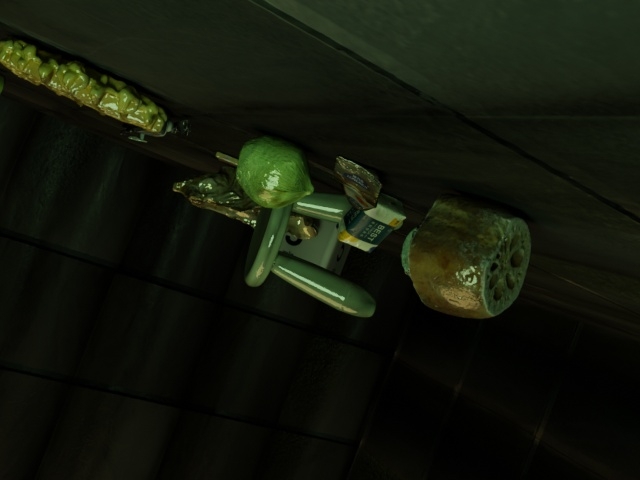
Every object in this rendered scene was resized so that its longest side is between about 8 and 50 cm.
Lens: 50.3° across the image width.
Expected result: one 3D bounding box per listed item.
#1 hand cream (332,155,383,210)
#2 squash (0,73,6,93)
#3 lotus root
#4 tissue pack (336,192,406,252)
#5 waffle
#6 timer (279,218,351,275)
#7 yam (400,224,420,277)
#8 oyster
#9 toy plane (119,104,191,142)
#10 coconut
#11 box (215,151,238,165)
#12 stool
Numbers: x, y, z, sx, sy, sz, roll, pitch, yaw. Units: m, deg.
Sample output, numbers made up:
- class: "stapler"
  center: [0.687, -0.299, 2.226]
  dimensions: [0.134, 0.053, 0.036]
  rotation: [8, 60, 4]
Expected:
- class: "hand cream"
  center: [0.048, -0.063, 0.817]
  dimensions: [0.062, 0.039, 0.163]
  rotation: [37, 179, 9]
- class: "squash"
  center: [-0.728, -0.316, 1.319]
  dimensions: [0.186, 0.123, 0.123]
  rotation: [27, 176, -43]
- class: "lotus root"
  center: [0.151, 0.019, 0.669]
  dimensions: [0.081, 0.122, 0.112]
  rotation: [12, 149, 40]
- class: "tissue pack"
  center: [0.069, -0.027, 0.943]
  dimensions: [0.062, 0.083, 0.042]
  rotation: [23, -143, -26]
- class: "waffle"
  center: [-0.292, -0.189, 0.822]
  dimensions: [0.192, 0.046, 0.160]
  rotation: [22, 179, 26]
- class: "timer"
  center: [-0.036, 0.002, 1.719]
  dimensions: [0.192, 0.195, 0.194]
  rotation: [21, 178, 16]
- class: "yam"
  center: [0.191, 0.033, 0.982]
  dimensions: [0.107, 0.107, 0.194]
  rotation: [21, 178, 29]
- class: "oyster"
  center: [-0.153, -0.089, 1.520]
  dimensions: [0.341, 0.110, 0.166]
  rotation: [18, 164, -9]
- class: "toy plane"
  center: [-0.246, -0.167, 0.980]
  dimensions: [0.078, 0.053, 0.197]
  rotation: [12, 179, -25]
- class: "coconut"
  center: [-0.051, -0.077, 0.786]
  dimensions: [0.096, 0.088, 0.088]
  rotation: [26, 179, 2]
- class: "box"
  center: [-0.176, -0.155, 1.313]
  dimensions: [0.046, 0.012, 0.083]
  rotation: [22, 179, -5]
- class: "stool"
  center: [0.000, 0.000, 1.070]
  dimensions: [0.198, 0.195, 0.195]
  rotation: [16, 180, -10]
